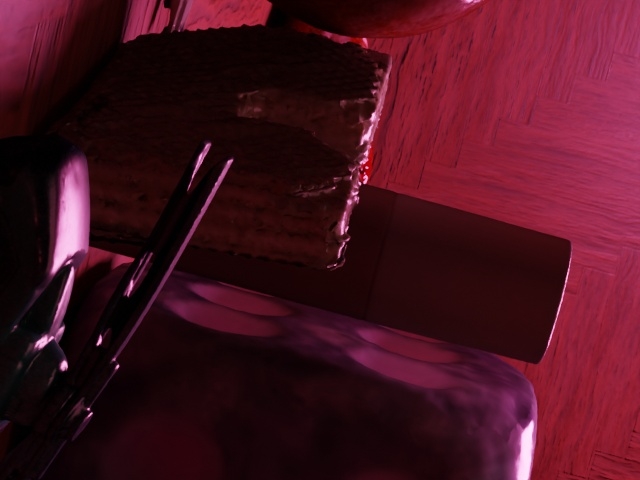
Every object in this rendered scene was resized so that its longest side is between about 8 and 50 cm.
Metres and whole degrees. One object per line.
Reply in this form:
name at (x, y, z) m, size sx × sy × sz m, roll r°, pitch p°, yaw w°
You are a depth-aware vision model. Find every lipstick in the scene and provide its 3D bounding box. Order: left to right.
lipstick at (0.000, 0.000, 0.997) m, size 0.070 × 0.254 × 0.070 m, roll 15°, pitch 90°, yaw -87°

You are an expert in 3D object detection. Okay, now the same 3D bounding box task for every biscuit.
biscuit at (-0.043, -0.057, 0.943) m, size 0.250 × 0.147 × 0.046 m, roll -69°, pitch 168°, yaw -67°

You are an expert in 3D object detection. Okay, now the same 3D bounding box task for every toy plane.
toy plane at (-0.121, 0.050, 0.602) m, size 0.235 × 0.096 × 0.060 m, roll -57°, pitch 178°, yaw 13°

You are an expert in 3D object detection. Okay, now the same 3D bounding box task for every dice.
dice at (-0.033, 0.174, 1.112) m, size 0.270 × 0.270 × 0.271 m, roll -59°, pitch 164°, yaw -82°

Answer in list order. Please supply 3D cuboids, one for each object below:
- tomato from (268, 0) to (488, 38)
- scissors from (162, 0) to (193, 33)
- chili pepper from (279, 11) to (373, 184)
tomato at (0.033, -0.210, 1.007) m, size 0.184 × 0.208 × 0.208 m, roll -117°, pitch -139°, yaw -76°
scissors at (-0.049, -0.249, 1.125) m, size 0.109 × 0.022 × 0.300 m, roll 84°, pitch 22°, yaw -72°
chili pepper at (-0.003, -0.154, 1.718) m, size 0.144 × 0.136 × 0.252 m, roll 54°, pitch 37°, yaw -52°
